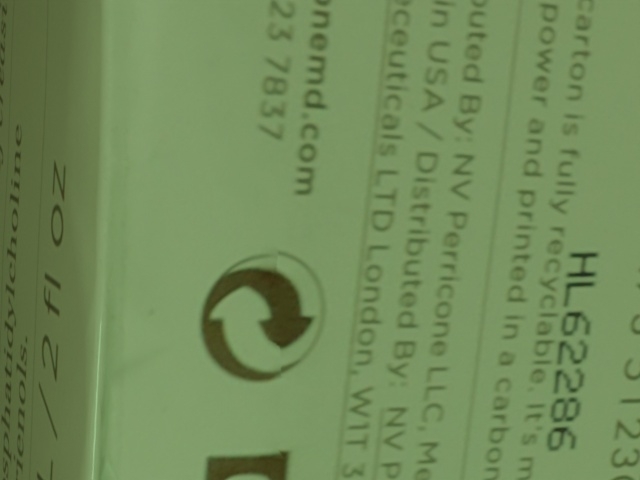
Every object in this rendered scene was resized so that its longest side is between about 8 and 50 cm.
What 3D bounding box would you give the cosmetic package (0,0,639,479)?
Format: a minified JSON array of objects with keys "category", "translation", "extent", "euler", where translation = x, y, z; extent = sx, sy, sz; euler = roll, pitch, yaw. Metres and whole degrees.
[{"category":"cosmetic package","translation":[0.000,0.000,0.585],"extent":[0.328,0.329,0.394],"euler":[0,10,-25]}]
